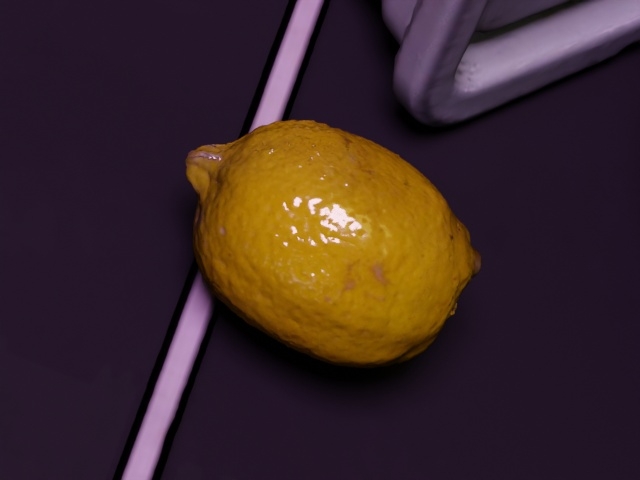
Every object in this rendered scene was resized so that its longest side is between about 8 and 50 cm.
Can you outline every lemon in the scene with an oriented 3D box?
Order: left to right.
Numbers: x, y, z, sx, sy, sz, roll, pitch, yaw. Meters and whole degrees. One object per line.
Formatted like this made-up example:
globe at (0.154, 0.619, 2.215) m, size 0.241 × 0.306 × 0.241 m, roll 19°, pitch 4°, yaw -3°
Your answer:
lemon at (0.000, 0.000, 0.674) m, size 0.111 × 0.082 × 0.082 m, roll 25°, pitch 58°, yaw -2°

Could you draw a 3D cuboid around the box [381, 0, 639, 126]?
box at (0.126, -0.202, 0.781) m, size 0.312 × 0.175 × 0.182 m, roll -23°, pitch 66°, yaw -29°
